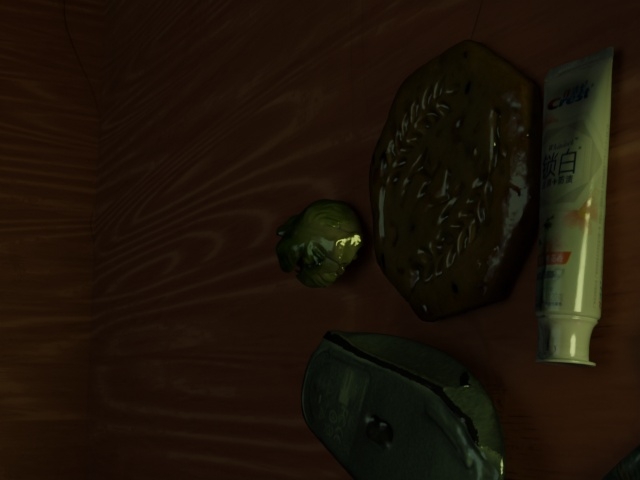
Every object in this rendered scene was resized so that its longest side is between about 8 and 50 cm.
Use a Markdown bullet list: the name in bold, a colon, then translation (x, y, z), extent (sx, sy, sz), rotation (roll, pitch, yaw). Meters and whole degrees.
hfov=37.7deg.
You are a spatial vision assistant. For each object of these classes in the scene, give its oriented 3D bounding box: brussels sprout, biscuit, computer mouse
- **brussels sprout**: translation (-0.002, -0.001, 1.418), extent (0.139, 0.100, 0.181), rotation (-68, 15, -9)
- **biscuit**: translation (0.157, -0.072, 1.176), extent (0.359, 0.046, 0.359), rotation (-15, 73, 61)
- **computer mouse**: translation (0.113, 0.226, 1.134), extent (0.374, 0.114, 0.203), rotation (31, 110, 52)

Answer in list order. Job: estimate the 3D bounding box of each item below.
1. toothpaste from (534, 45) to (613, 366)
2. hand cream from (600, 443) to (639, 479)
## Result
- **toothpaste**: translation (0.259, -0.035, 0.963), extent (0.100, 0.066, 0.323), rotation (-15, 67, 61)
- **hand cream**: translation (0.263, 0.286, 0.902), extent (0.248, 0.052, 0.075), rotation (-66, 34, 32)
